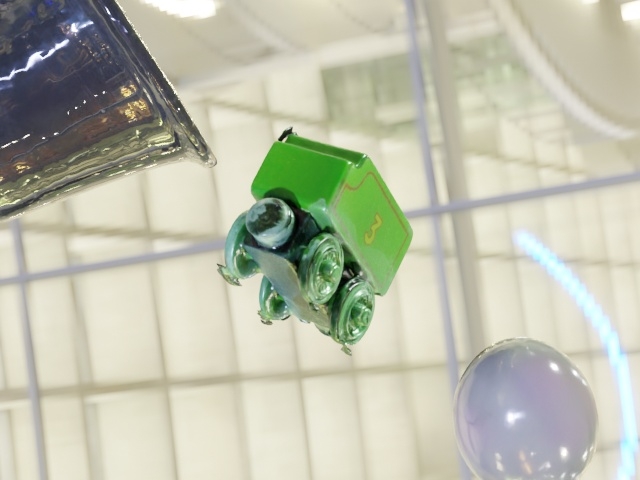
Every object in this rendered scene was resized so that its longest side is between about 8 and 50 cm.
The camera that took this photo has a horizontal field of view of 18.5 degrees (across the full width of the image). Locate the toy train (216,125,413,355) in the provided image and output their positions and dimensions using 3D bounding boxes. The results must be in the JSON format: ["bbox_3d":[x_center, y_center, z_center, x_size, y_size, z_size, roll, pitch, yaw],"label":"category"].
[{"bbox_3d":[0.000,0.000,2.131,0.188,0.132,0.243,-64,-30,-18],"label":"toy train"}]

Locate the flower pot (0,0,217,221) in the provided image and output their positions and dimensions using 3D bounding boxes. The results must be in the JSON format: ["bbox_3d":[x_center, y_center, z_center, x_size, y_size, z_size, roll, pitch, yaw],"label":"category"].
[{"bbox_3d":[-0.186,-0.105,1.203,0.235,0.148,0.235,56,176,6],"label":"flower pot"}]

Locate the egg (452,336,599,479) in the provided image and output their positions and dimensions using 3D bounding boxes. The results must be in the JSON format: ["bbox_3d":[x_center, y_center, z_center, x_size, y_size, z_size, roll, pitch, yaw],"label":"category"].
[{"bbox_3d":[0.146,0.127,1.396,0.135,0.103,0.103,71,-155,-45],"label":"egg"}]
